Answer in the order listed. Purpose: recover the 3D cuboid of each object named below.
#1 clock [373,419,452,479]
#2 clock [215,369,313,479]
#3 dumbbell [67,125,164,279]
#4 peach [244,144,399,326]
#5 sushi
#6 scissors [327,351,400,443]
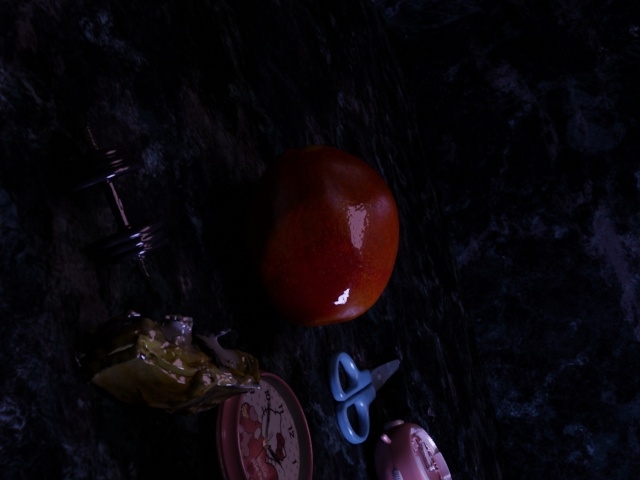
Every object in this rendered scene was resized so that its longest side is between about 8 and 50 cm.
[{"bbox_3d":[0.192,0.515,1.581,0.227,0.142,0.241,26,41,-62],"label":"clock"},{"bbox_3d":[-0.089,0.321,1.134,0.244,0.056,0.244,46,34,-44],"label":"clock"},{"bbox_3d":[-0.265,-0.047,0.939,0.209,0.099,0.099,70,21,-8],"label":"dumbbell"},{"bbox_3d":[0.000,0.000,1.298,0.308,0.307,0.333,44,40,-50],"label":"peach"},{"bbox_3d":[-0.175,0.158,0.953,0.291,0.139,0.131,38,32,-53],"label":"sushi"},{"bbox_3d":[0.119,0.325,1.675,0.447,0.029,0.193,-5,78,-68],"label":"scissors"}]
